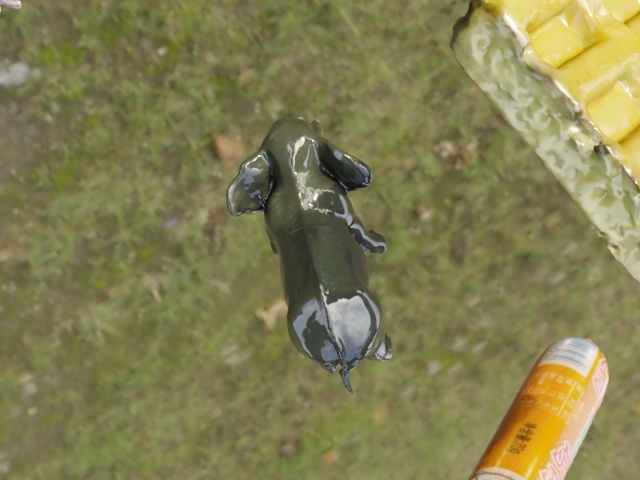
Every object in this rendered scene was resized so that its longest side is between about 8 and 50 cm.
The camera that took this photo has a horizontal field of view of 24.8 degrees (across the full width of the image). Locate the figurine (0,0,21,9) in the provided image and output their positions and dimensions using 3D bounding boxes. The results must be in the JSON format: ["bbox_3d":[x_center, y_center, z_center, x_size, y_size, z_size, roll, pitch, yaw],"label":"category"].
[{"bbox_3d":[-0.436,-0.339,1.319,0.206,0.284,0.316,-18,110,-56],"label":"figurine"}]

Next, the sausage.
[{"bbox_3d":[0.198,0.156,1.267,0.234,0.071,0.071,-50,173,-46],"label":"sausage"}]

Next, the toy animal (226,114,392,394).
[{"bbox_3d":[0.004,-0.004,1.164,0.114,0.245,0.146,-27,158,5],"label":"toy animal"}]

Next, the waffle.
[{"bbox_3d":[0.220,-0.078,0.857,0.221,0.248,0.055,-34,173,-37],"label":"waffle"}]
